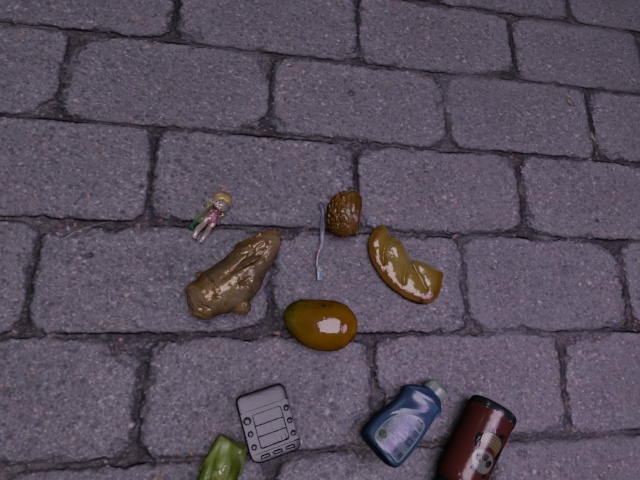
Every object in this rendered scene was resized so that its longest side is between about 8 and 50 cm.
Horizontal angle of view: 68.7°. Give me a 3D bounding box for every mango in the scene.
[{"bbox_3d":[0.000,0.252,1.393,0.221,0.120,0.151,3,69,-4],"label":"mango"}]

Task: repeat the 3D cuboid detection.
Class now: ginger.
[{"bbox_3d":[-0.240,0.096,1.382,0.190,0.126,0.354,37,71,6],"label":"ginger"}]

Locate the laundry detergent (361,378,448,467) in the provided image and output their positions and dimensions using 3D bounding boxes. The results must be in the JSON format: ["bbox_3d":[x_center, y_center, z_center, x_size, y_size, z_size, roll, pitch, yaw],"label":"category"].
[{"bbox_3d":[0.263,0.518,1.388,0.290,0.094,0.143,-38,78,-23],"label":"laundry detergent"}]

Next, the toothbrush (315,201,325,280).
[{"bbox_3d":[0.000,0.000,1.519,0.027,0.021,0.269,9,72,-23],"label":"toothbrush"}]

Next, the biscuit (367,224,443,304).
[{"bbox_3d":[0.267,0.090,1.539,0.299,0.045,0.154,39,71,2],"label":"biscuit"}]

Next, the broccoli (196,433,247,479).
[{"bbox_3d":[-0.324,0.700,1.128,0.353,0.274,0.397,-5,49,-20],"label":"broccoli"}]

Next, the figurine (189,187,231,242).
[{"bbox_3d":[-0.339,-0.083,1.453,0.083,0.083,0.187,28,82,-3],"label":"figurine"}]

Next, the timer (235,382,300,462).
[{"bbox_3d":[-0.148,0.512,1.317,0.144,0.055,0.187,-13,73,-18],"label":"timer"}]

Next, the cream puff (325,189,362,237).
[{"bbox_3d":[0.074,-0.084,1.501,0.115,0.150,0.165,8,33,7],"label":"cream puff"}]

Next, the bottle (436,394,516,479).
[{"bbox_3d":[0.436,0.632,1.363,0.144,0.144,0.336,35,72,-1],"label":"bottle"}]
